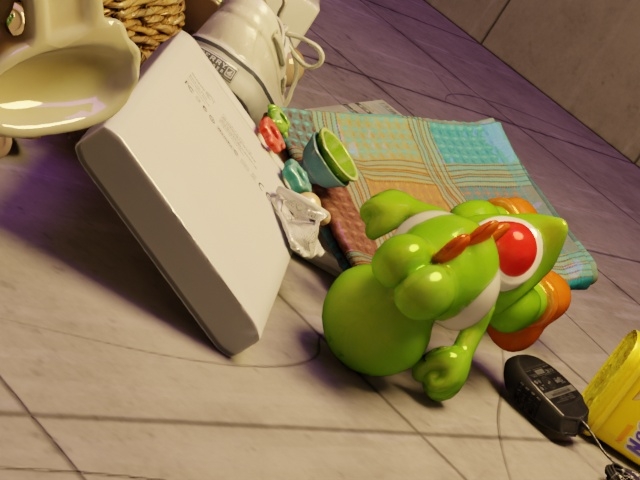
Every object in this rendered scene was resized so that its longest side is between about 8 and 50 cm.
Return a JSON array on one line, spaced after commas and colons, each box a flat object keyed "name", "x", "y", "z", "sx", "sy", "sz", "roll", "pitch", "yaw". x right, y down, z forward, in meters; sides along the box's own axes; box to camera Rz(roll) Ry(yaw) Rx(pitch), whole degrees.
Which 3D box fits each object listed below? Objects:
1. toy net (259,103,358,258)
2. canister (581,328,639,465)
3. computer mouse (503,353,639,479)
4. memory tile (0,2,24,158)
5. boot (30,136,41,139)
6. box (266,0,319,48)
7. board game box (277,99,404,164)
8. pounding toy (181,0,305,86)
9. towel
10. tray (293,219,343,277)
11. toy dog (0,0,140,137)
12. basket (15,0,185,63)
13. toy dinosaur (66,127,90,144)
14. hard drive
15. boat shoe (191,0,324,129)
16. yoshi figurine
[{"name": "toy net", "x": -0.015, "y": -0.066, "z": 1.793, "sx": 0.122, "sy": 0.045, "sz": 0.232, "roll": 53, "pitch": 18, "yaw": -21}, {"name": "canister", "x": 0.378, "y": 0.195, "z": 1.908, "sx": 0.170, "sy": 0.126, "sz": 0.073, "roll": 34, "pitch": 16, "yaw": -3}, {"name": "computer mouse", "x": 0.277, "y": 0.212, "z": 1.839, "sx": 0.071, "sy": 0.041, "sz": 0.242, "roll": -5, "pitch": 46, "yaw": -52}, {"name": "memory tile", "x": -0.313, "y": -0.157, "z": 1.624, "sx": 0.113, "sy": 0.148, "sz": 0.012, "roll": 29, "pitch": -16, "yaw": -18}, {"name": "boot", "x": -0.325, "y": -0.247, "z": 1.703, "sx": 0.109, "sy": 0.220, "sz": 0.283, "roll": 12, "pitch": 26, "yaw": -51}, {"name": "box", "x": -0.130, "y": -0.343, "z": 2.459, "sx": 0.215, "sy": 0.168, "sz": 0.345, "roll": 31, "pitch": 15, "yaw": -8}, {"name": "board game box", "x": 0.094, "y": -0.073, "z": 2.213, "sx": 0.224, "sy": 0.097, "sz": 0.303, "roll": 37, "pitch": 16, "yaw": 13}, {"name": "pounding toy", "x": -0.121, "y": -0.292, "z": 2.208, "sx": 0.237, "sy": 0.110, "sz": 0.183, "roll": 11, "pitch": -41, "yaw": 34}, {"name": "towel", "x": 0.131, "y": -0.046, "z": 2.006, "sx": 0.370, "sy": 0.040, "sz": 0.271, "roll": 1, "pitch": 48, "yaw": -40}, {"name": "tray", "x": 0.000, "y": 0.000, "z": 1.939, "sx": 0.270, "sy": 0.030, "sz": 0.145, "roll": 30, "pitch": 17, "yaw": -11}, {"name": "toy dog", "x": -0.393, "y": -0.238, "z": 1.432, "sx": 0.395, "sy": 0.284, "sz": 0.408, "roll": -32, "pitch": 41, "yaw": -31}, {"name": "basket", "x": -0.323, "y": -0.314, "z": 2.090, "sx": 0.299, "sy": 0.223, "sz": 0.213, "roll": 31, "pitch": 48, "yaw": 16}, {"name": "toy dinosaur", "x": -0.191, "y": -0.128, "z": 1.858, "sx": 0.313, "sy": 0.121, "sz": 0.160, "roll": 35, "pitch": 26, "yaw": -51}, {"name": "hard drive", "x": -0.110, "y": -0.057, "z": 1.668, "sx": 0.233, "sy": 0.047, "sz": 0.353, "roll": 55, "pitch": 17, "yaw": -13}, {"name": "boat shoe", "x": -0.077, "y": -0.218, "z": 2.040, "sx": 0.136, "sy": 0.156, "sz": 0.367, "roll": 32, "pitch": -5, "yaw": 9}, {"name": "yoshi figurine", "x": 0.112, "y": 0.050, "z": 1.751, "sx": 0.203, "sy": 0.203, "sz": 0.362, "roll": 18, "pitch": 8, "yaw": 24}]
